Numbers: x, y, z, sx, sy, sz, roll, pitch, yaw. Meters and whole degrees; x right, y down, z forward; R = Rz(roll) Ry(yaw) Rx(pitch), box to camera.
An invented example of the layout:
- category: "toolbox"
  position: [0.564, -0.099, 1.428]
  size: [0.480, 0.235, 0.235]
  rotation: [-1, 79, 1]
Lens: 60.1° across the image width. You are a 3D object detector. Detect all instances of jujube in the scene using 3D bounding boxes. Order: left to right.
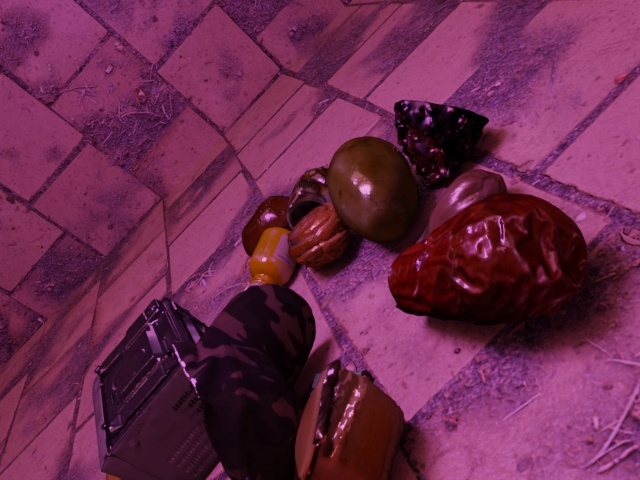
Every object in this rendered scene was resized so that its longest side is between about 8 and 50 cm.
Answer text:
- category: "jujube"
  position: [0.254, 0.044, 0.911]
  size: [0.342, 0.216, 0.216]
  rotation: [-29, 30, 55]

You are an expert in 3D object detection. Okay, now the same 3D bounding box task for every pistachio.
- category: "pistachio"
  position: [0.285, -0.063, 1.092]
  size: [0.185, 0.108, 0.126]
  rotation: [-46, 3, 19]

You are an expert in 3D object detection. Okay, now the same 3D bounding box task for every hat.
- category: "hat"
  position: [-0.078, 0.265, 1.011]
  size: [0.257, 0.366, 0.382]
  rotation: [11, 43, 43]

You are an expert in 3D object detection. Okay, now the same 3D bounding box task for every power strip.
- category: "power strip"
  position: [-0.230, 0.164, 1.612]
  size: [0.056, 0.032, 0.123]
  rotation: [2, 55, 58]

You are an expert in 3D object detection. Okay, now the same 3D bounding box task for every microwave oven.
- category: "microwave oven"
  position: [-0.370, 0.357, 1.325]
  size: [0.333, 0.247, 0.394]
  rotation: [-52, 27, -6]

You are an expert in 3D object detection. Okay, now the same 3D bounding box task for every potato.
- category: "potato"
  position: [0.120, -0.121, 1.286]
  size: [0.216, 0.216, 0.304]
  rotation: [-34, 37, 25]

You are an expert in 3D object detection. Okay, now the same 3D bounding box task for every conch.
- category: "conch"
  position: [0.002, -0.112, 1.546]
  size: [0.182, 0.187, 0.124]
  rotation: [-1, 18, 9]

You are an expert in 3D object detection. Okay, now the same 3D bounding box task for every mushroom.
- category: "mushroom"
  position: [-0.152, -0.051, 1.669]
  size: [0.231, 0.138, 0.194]
  rotation: [-42, 27, 11]

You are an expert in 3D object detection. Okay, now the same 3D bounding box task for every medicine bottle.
- category: "medicine bottle"
  position: [-0.136, 0.078, 1.492]
  size: [0.122, 0.122, 0.212]
  rotation: [-20, 38, 43]

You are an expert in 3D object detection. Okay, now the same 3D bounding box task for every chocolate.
- category: "chocolate"
  position: [0.255, -0.214, 1.280]
  size: [0.224, 0.207, 0.176]
  rotation: [-146, 68, -77]

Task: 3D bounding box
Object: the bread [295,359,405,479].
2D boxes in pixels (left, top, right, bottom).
- category: "bread"
  position: [0.037, 0.333, 0.862]
  size: [0.262, 0.163, 0.204]
  rotation: [93, -162, -58]

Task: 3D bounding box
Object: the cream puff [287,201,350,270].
- category: "cream puff"
  position: [0.000, 0.000, 1.387]
  size: [0.189, 0.129, 0.189]
  rotation: [-42, 12, 11]

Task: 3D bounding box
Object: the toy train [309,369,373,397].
- category: "toy train"
  position: [0.034, 0.285, 1.062]
  size: [0.148, 0.038, 0.071]
  rotation: [-18, 36, 45]

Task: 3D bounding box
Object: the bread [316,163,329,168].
- category: "bread"
  position: [0.004, -0.191, 1.729]
  size: [0.072, 0.053, 0.106]
  rotation: [-22, 32, -1]

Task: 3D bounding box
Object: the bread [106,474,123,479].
- category: "bread"
  position: [-0.496, 0.561, 1.392]
  size: [0.188, 0.065, 0.149]
  rotation: [-26, 63, 55]

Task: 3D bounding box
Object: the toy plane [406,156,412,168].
- category: "toy plane"
  position: [0.201, -0.171, 1.437]
  size: [0.120, 0.031, 0.049]
  rotation: [-50, 18, 2]
